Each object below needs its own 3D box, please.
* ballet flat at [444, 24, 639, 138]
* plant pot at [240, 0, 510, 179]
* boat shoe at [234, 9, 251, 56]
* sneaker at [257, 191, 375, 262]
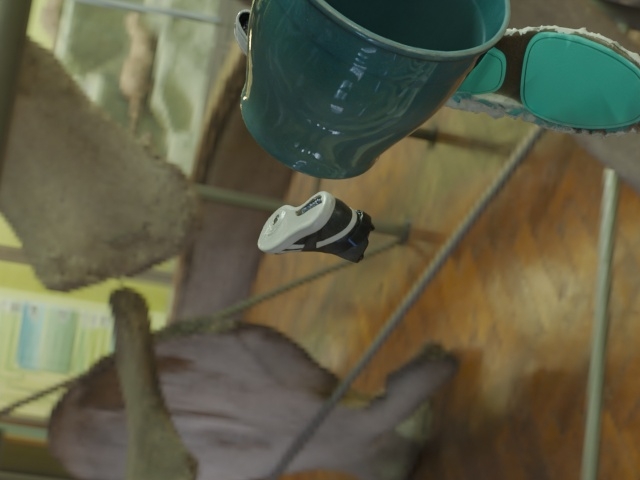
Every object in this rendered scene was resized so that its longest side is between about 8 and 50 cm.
[{"bbox_3d":[0.289,-0.235,1.906,0.147,0.409,0.147,-34,-48,-50],"label":"ballet flat"},{"bbox_3d":[0.033,-0.214,1.528,0.255,0.272,0.271,121,155,-43],"label":"plant pot"},{"bbox_3d":[-0.049,-0.241,1.831,0.184,0.066,0.063,53,175,15],"label":"boat shoe"},{"bbox_3d":[0.000,0.000,2.007,0.217,0.121,0.079,-19,46,60],"label":"sneaker"}]
